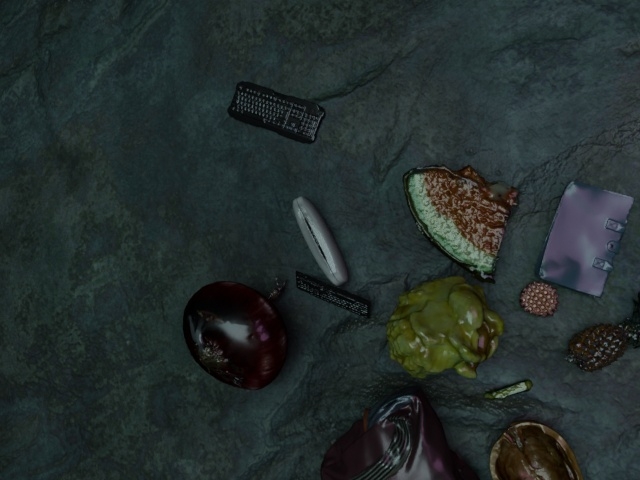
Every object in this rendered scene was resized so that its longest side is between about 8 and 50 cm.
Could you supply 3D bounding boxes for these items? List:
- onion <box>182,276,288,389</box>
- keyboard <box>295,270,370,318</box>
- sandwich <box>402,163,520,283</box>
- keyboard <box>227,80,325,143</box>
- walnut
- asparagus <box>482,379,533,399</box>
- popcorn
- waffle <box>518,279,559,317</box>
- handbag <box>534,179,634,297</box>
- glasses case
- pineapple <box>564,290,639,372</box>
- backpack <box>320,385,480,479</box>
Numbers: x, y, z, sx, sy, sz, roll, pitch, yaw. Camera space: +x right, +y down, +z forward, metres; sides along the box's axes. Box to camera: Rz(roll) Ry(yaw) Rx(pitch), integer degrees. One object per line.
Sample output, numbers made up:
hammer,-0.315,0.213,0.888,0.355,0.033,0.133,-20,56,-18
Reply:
onion,-0.182,0.208,1.354,0.273,0.285,0.273,20,129,26
keyboard,0.027,0.129,1.344,0.197,0.074,0.015,21,58,18
sandwich,0.307,-0.062,1.253,0.292,0.109,0.212,35,90,15
keyboard,-0.116,-0.330,1.459,0.262,0.016,0.106,22,92,19
walnut,0.436,0.468,1.167,0.167,0.087,0.211,-26,80,8
asparagus,0.401,0.324,1.226,0.108,0.021,0.025,-22,80,15
popcorn,0.251,0.183,1.182,0.255,0.256,0.194,-4,102,58
waffle,0.468,0.125,1.218,0.083,0.029,0.075,15,93,16
handbag,0.551,-0.003,1.194,0.144,0.057,0.221,18,90,12
glasses case,0.000,0.000,1.352,0.059,0.092,0.233,-31,75,13
pineapple,0.588,0.188,1.144,0.221,0.083,0.103,-32,77,11
backpack,0.143,0.494,1.203,0.317,0.197,0.283,-34,78,14
